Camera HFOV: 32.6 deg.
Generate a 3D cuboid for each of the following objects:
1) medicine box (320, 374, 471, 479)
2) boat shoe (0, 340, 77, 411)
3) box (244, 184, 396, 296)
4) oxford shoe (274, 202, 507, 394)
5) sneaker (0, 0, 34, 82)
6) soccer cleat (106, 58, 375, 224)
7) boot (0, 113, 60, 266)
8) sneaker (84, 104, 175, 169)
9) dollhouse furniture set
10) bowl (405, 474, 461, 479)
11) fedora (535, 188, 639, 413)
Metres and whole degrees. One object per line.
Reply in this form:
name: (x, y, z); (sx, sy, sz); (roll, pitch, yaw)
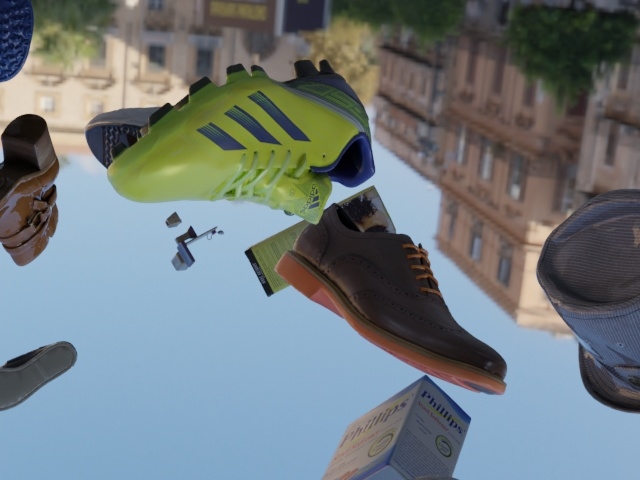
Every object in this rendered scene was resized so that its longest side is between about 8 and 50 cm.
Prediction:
medicine box: (0.145, 0.463, 2.271); (0.149, 0.263, 0.289); (45, -144, -9)
boat shoe: (-0.520, 0.237, 1.913); (0.206, 0.075, 0.065); (-27, -172, -6)
box: (0.000, 0.000, 1.749); (0.232, 0.087, 0.058); (-27, -173, 7)
oxford shoe: (0.093, 0.062, 1.312); (0.363, 0.133, 0.130); (32, 180, 39)
sneaker: (-0.397, -0.313, 1.326); (0.081, 0.232, 0.090); (-5, -156, -25)
soccer cleat: (-0.040, -0.062, 0.809); (0.093, 0.121, 0.289); (-28, 179, 32)
boot: (-0.340, -0.023, 1.173); (0.073, 0.152, 0.197); (23, -130, 16)
sneaker: (-0.132, -0.117, 1.281); (0.290, 0.106, 0.123); (10, -139, 22)
dollhouse furniture set: (-0.220, -0.004, 1.885); (0.081, 0.091, 0.114); (-29, 175, -25)
bowl: (0.201, 0.496, 1.874); (0.297, 0.298, 0.134); (9, -135, 13)
fedora: (0.299, 0.035, 1.056); (0.124, 0.244, 0.275); (27, 176, -21)
